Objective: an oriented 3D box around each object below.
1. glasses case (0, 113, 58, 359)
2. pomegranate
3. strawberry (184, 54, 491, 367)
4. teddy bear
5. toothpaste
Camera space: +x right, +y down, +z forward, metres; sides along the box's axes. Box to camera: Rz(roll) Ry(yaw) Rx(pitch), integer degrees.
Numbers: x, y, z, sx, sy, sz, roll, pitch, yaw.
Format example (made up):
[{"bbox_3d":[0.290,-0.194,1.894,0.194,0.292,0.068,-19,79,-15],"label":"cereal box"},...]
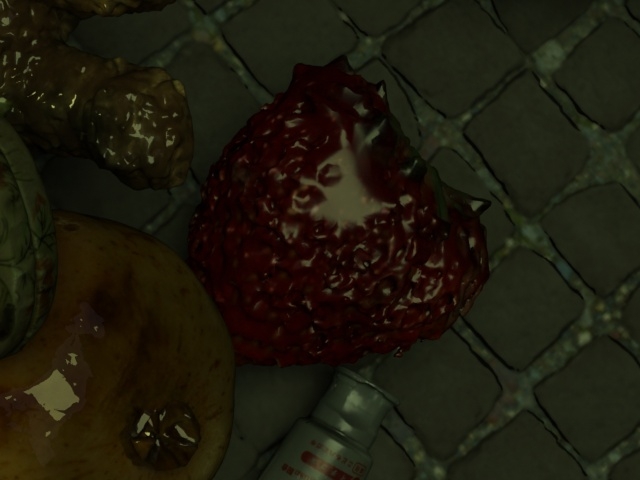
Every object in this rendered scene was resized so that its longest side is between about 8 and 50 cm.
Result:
[{"bbox_3d":[-0.340,-0.008,1.008,0.425,0.098,0.157,1,108,24],"label":"glasses case"},{"bbox_3d":[-0.153,0.091,1.074,0.215,0.215,0.215,2,80,-12],"label":"pomegranate"},{"bbox_3d":[0.000,0.000,1.154,0.201,0.187,0.184,-40,56,0],"label":"strawberry"},{"bbox_3d":[-0.239,-0.127,1.049,0.222,0.296,0.246,-13,109,-45],"label":"teddy bear"},{"bbox_3d":[-0.026,0.195,1.178,0.089,0.057,0.234,31,84,-9],"label":"toothpaste"}]
